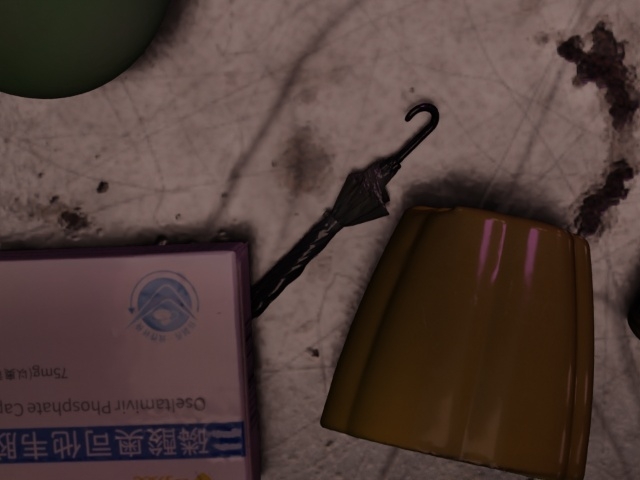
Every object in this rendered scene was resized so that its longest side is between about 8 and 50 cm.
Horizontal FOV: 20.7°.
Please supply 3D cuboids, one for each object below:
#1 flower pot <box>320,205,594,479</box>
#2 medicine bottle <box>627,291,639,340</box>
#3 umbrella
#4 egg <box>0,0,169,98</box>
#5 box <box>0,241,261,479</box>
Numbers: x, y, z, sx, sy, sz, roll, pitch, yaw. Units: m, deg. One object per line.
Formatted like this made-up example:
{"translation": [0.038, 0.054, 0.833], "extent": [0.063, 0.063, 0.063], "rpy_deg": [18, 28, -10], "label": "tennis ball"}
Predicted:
{"translation": [0.112, 0.071, 1.274], "extent": [0.195, 0.195, 0.179], "rpy_deg": [12, 86, 1], "label": "flower pot"}
{"translation": [0.326, 0.012, 1.293], "extent": [0.132, 0.088, 0.188], "rpy_deg": [26, 99, -2], "label": "medicine bottle"}
{"translation": [0.004, 0.002, 1.338], "extent": [0.044, 0.044, 0.269], "rpy_deg": [29, 109, -40], "label": "umbrella"}
{"translation": [-0.214, -0.228, 1.215], "extent": [0.220, 0.220, 0.270], "rpy_deg": [-19, 103, 5], "label": "egg"}
{"translation": [-0.221, 0.107, 1.335], "extent": [0.343, 0.065, 0.200], "rpy_deg": [-2, 99, 6], "label": "box"}
